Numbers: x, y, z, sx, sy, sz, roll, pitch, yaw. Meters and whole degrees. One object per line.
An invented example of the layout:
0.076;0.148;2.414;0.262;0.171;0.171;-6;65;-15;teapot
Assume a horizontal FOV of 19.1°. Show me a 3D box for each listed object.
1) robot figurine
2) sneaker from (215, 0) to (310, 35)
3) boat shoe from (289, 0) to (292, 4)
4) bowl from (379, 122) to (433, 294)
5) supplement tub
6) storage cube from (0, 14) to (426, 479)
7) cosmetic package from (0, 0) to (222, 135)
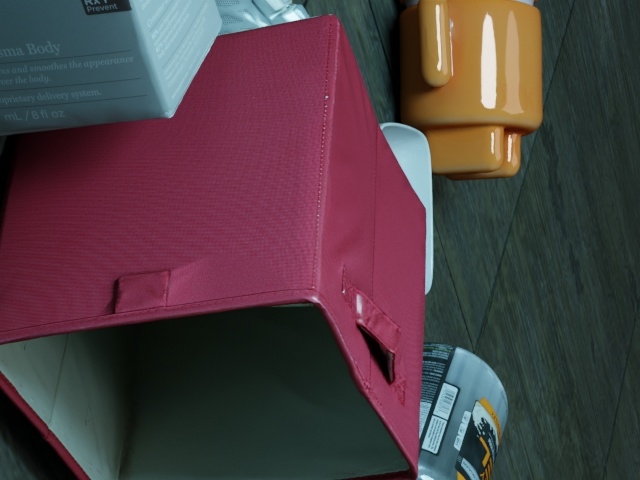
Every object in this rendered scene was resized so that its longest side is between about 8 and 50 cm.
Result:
0.132;-0.164;1.675;0.158;0.128;0.219;2;85;-26;robot figurine
-0.087;-0.131;1.162;0.228;0.132;0.086;52;-12;-9;sneaker
-0.045;-0.279;1.242;0.122;0.110;0.341;-27;112;-67;boat shoe
0.047;-0.021;1.537;0.142;0.053;0.142;3;84;-69;bowl
0.075;0.179;1.501;0.190;0.117;0.117;-66;147;-49;supplement tub
-0.057;0.017;1.051;0.183;0.215;0.193;61;27;-48;storage cube
-0.147;-0.179;0.947;0.107;0.127;0.238;-69;147;-48;cosmetic package
